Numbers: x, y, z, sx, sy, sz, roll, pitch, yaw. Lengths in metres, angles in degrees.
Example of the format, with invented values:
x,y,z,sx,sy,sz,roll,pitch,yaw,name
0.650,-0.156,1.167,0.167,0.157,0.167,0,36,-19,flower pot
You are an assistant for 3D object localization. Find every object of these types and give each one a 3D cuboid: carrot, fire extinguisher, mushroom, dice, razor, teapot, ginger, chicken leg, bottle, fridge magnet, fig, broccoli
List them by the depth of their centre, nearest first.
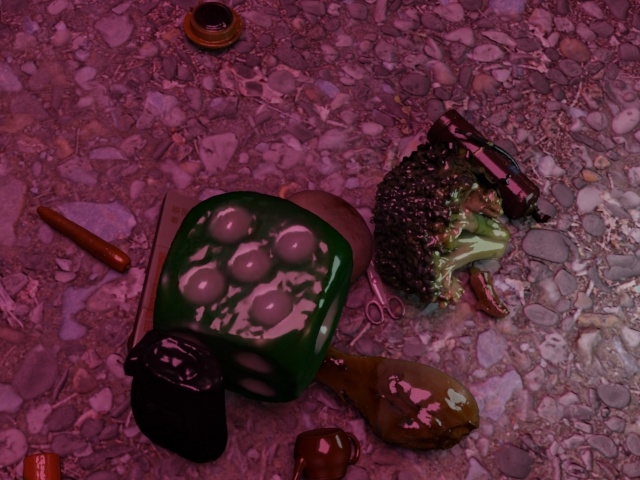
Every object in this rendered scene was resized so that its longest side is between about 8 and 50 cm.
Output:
x,y,z,sx,sy,sz,roll,pitch,yaw,name
-0.251,0.290,1.618,0.189,0.326,0.107,24,56,10,razor
-0.499,0.479,1.636,0.069,0.069,0.187,-6,63,-10,bottle
-0.121,0.106,1.656,0.300,0.297,0.287,18,63,9,dice
0.010,0.413,1.715,0.173,0.116,0.116,-6,60,-40,teapot
0.106,0.279,1.781,0.429,0.152,0.201,24,50,15,chicken leg
-0.369,0.213,1.804,0.050,0.050,0.083,37,76,13,fig
0.269,-0.033,1.882,0.281,0.293,0.347,10,65,-31,broccoli
0.000,0.000,1.890,0.227,0.178,0.226,23,42,-22,mushroom
-0.498,-0.006,1.908,0.248,0.043,0.043,31,63,12,carrot
0.352,0.108,1.942,0.058,0.044,0.137,-8,64,-31,ginger
0.387,-0.154,2.036,0.105,0.141,0.341,-46,73,7,fire extinguisher
-0.259,-0.521,2.190,0.143,0.063,0.143,3,59,-5,fridge magnet

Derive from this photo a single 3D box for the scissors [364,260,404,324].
x,y,z,sx,sy,sz,roll,pitch,yaw,name
0.118,0.093,1.933,0.085,0.022,0.176,-14,68,-10,scissors

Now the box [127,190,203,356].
x,y,z,sx,sy,sz,roll,pitch,yaw,name
-0.254,0.089,1.849,0.205,0.051,0.365,17,61,-18,box
